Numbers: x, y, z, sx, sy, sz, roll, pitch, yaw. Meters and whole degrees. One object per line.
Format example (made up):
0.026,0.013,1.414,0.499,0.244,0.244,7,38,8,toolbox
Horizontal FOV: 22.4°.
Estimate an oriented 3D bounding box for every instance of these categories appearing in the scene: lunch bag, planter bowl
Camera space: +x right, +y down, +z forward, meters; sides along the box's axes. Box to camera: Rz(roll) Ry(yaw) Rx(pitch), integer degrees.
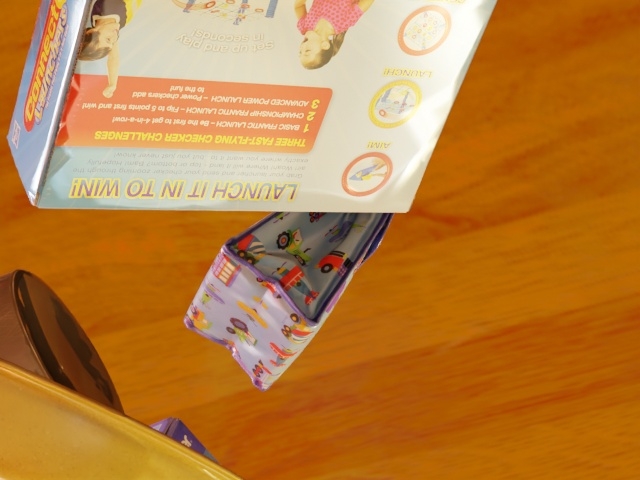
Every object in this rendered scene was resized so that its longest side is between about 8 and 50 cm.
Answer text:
0.000,0.000,1.871,0.138,0.221,0.293,41,61,4,lunch bag
-0.118,0.106,0.586,0.217,0.217,0.090,17,73,19,planter bowl

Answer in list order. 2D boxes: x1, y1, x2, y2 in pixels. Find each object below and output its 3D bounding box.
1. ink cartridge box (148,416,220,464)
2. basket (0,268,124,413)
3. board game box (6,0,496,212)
-0.185,0.362,1.711,0.270,0.151,0.395,-28,111,31,ink cartridge box
-0.243,0.125,0.961,0.227,0.154,0.204,-31,98,5,basket
-0.034,-0.164,1.122,0.086,0.308,0.302,59,138,43,board game box
